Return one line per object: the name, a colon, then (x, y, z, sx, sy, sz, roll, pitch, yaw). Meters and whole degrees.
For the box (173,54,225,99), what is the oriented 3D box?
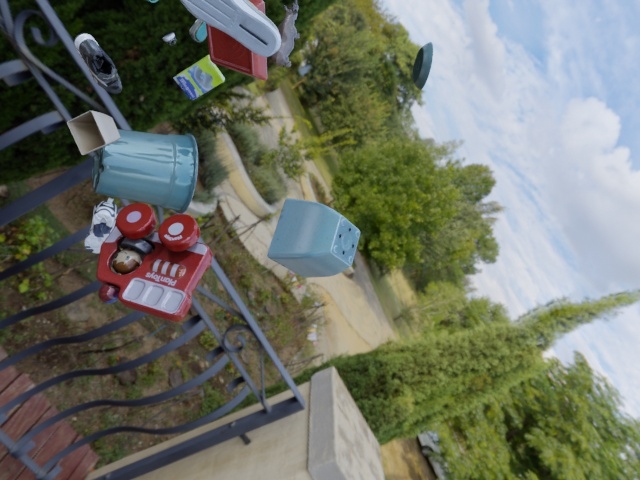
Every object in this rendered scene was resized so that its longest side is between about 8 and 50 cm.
box: (-0.488, -0.646, 1.672, 0.109, 0.178, 0.042, 55, 16, -36)

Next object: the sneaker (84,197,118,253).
sneaker: (-0.853, -0.069, 1.645, 0.094, 0.235, 0.153, 13, 39, -19)

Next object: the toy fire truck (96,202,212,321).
toy fire truck: (-0.443, 0.061, 1.086, 0.169, 0.302, 0.254, 88, 19, -55)

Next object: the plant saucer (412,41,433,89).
plant saucer: (0.266, -0.461, 1.103, 0.119, 0.021, 0.120, -173, -90, -86)

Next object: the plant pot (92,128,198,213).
plant pot: (-0.713, -0.294, 1.678, 0.334, 0.341, 0.341, 5, 52, -35)

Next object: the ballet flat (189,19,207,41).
ballet flat: (-0.425, -0.857, 1.594, 0.068, 0.213, 0.072, 42, 3, 29)

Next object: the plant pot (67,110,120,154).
plant pot: (-0.714, -0.348, 1.340, 0.096, 0.109, 0.109, -49, 121, -65)

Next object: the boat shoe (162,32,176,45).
boat shoe: (-0.594, -0.799, 1.662, 0.142, 0.049, 0.040, -114, 180, -57)

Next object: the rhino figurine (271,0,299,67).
rhino figurine: (-0.120, -0.751, 1.512, 0.073, 0.243, 0.106, 24, 30, 6)

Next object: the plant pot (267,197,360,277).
plant pot: (0.000, 0.000, 1.571, 0.247, 0.252, 0.248, 36, 65, -48)

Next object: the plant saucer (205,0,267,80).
plant saucer: (-0.301, -0.701, 1.434, 0.048, 0.259, 0.259, -46, 152, -39)

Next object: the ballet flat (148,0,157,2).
ballet flat: (-0.546, -0.821, 1.300, 0.087, 0.083, 0.247, 24, 2, -11)

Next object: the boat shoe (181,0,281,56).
boat shoe: (-0.230, -0.568, 1.025, 0.302, 0.109, 0.094, 34, 29, -23)

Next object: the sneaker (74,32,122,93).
sneaker: (-0.705, -0.548, 1.361, 0.106, 0.078, 0.234, 47, -15, 16)
